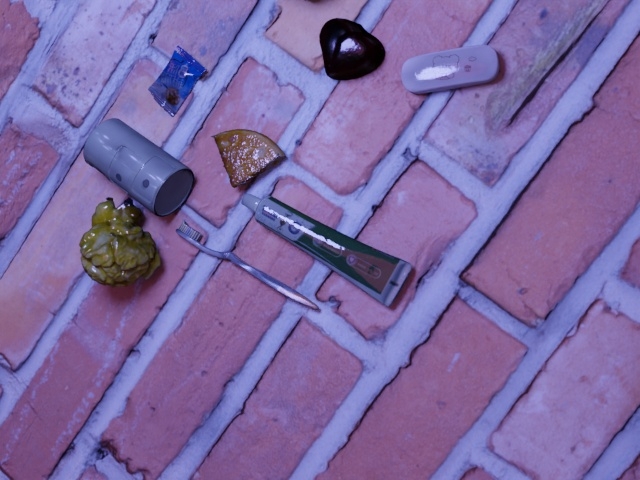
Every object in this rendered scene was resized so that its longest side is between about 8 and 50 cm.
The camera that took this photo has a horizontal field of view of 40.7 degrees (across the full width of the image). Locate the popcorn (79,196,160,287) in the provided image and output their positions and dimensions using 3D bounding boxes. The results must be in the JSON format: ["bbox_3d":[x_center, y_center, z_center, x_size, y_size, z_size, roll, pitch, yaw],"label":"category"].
[{"bbox_3d":[-0.452,0.008,1.879,0.195,0.168,0.173,59,143,24],"label":"popcorn"}]

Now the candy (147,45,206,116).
[{"bbox_3d":[-0.324,-0.355,1.924,0.088,0.038,0.136,41,108,4],"label":"candy"}]

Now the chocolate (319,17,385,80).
[{"bbox_3d":[0.044,-0.395,1.768,0.149,0.080,0.125,45,101,16],"label":"chocolate"}]

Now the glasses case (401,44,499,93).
[{"bbox_3d":[0.255,-0.338,1.702,0.194,0.049,0.074,-6,84,18],"label":"glasses case"}]

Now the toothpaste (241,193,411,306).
[{"bbox_3d":[0.000,0.000,1.769,0.392,0.061,0.098,30,96,16],"label":"toothpaste"}]

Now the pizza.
[{"bbox_3d":[-0.158,-0.174,1.847,0.178,0.041,0.130,5,85,20],"label":"pizza"}]

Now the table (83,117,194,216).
[{"bbox_3d":[-0.398,-0.161,1.889,0.220,0.126,0.126,36,99,19],"label":"table"}]

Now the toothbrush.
[{"bbox_3d":[-0.160,0.057,1.838,0.375,0.028,0.037,30,89,20],"label":"toothbrush"}]
